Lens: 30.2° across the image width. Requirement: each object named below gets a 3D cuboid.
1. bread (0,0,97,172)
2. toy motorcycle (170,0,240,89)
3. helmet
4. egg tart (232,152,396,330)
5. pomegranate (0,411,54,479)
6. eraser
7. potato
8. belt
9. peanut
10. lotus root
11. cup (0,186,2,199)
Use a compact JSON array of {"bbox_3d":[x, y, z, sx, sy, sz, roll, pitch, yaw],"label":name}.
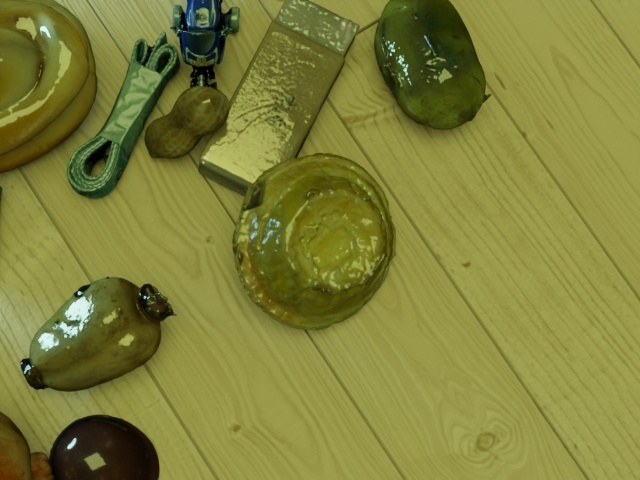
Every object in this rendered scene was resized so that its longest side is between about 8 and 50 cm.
[{"bbox_3d":[-0.569,-0.275,1.868,0.424,0.245,0.329,-6,78,-10],"label":"bread"},{"bbox_3d":[-0.191,-0.378,1.960,0.113,0.169,0.315,1,79,-3],"label":"toy motorcycle"},{"bbox_3d":[-0.335,0.347,1.828,0.175,0.106,0.155,25,78,-3],"label":"helmet"},{"bbox_3d":[0.000,0.000,1.885,0.290,0.115,0.290,1,88,-22],"label":"egg tart"},{"bbox_3d":[-0.527,0.352,1.744,0.270,0.229,0.252,-7,116,-23],"label":"pomegranate"},{"bbox_3d":[-0.068,-0.238,1.985,0.144,0.078,0.343,26,77,0],"label":"eraser"},{"bbox_3d":[0.180,-0.305,1.985,0.169,0.143,0.248,-13,78,-18],"label":"potato"},{"bbox_3d":[-0.326,-0.209,1.962,0.087,0.072,0.302,25,78,6],"label":"belt"},{"bbox_3d":[-0.220,-0.191,1.924,0.193,0.089,0.089,-32,79,34],"label":"peanut"},{"bbox_3d":[-0.346,0.145,1.853,0.257,0.140,0.154,-28,95,0],"label":"lotus root"},{"bbox_3d":[-0.581,-0.037,1.896,0.128,0.095,0.129,1,79,-2],"label":"cup"}]
